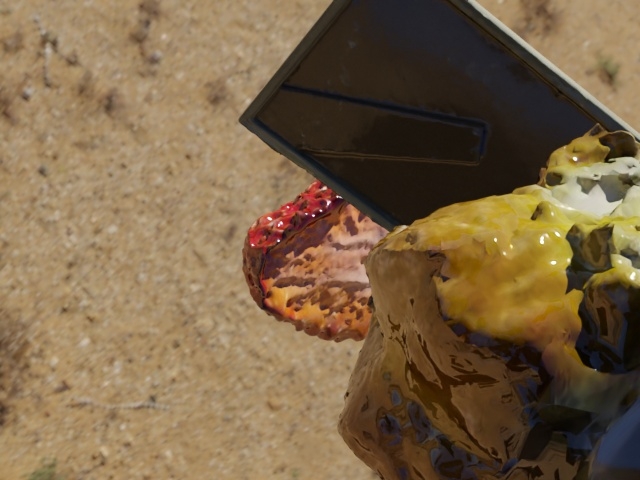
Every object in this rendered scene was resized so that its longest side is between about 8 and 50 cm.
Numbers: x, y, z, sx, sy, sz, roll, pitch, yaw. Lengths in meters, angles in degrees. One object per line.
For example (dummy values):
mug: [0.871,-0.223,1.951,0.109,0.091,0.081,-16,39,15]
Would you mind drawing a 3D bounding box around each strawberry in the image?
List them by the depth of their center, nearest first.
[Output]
strawberry: [0.000,0.000,1.229,0.236,0.190,0.111,-6,28,-44]

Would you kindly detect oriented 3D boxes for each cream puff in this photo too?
cream puff: [0.129,0.064,0.549,0.269,0.241,0.155,35,12,-27]

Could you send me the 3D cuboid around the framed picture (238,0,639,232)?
framed picture: [0.090,-0.079,0.930,0.250,0.184,0.016,36,27,-11]
